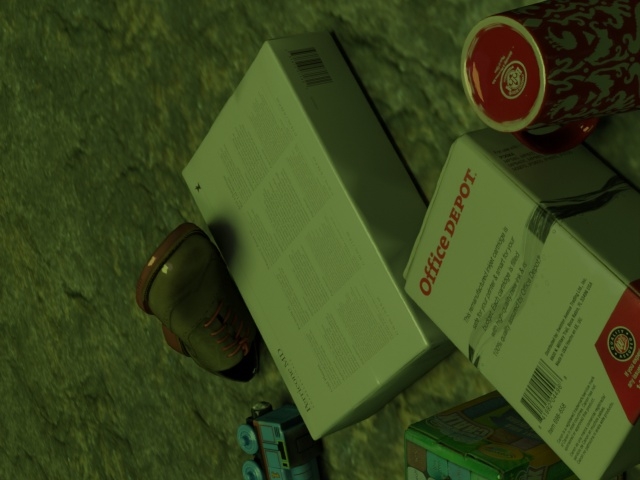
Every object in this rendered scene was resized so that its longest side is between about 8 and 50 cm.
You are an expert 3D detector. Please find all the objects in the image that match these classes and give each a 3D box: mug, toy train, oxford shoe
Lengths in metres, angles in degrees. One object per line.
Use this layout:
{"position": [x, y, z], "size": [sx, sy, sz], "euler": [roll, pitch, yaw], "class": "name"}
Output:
{"position": [0.204, -0.128, 0.978], "size": [0.113, 0.169, 0.150], "euler": [23, 121, 48], "class": "mug"}
{"position": [-0.046, 0.299, 1.586], "size": [0.105, 0.080, 0.184], "euler": [0, 103, 48], "class": "toy train"}
{"position": [-0.134, 0.084, 1.522], "size": [0.130, 0.123, 0.348], "euler": [36, 167, 17], "class": "oxford shoe"}

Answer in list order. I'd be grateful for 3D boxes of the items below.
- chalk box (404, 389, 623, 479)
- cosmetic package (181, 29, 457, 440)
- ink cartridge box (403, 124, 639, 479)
{"position": [0.166, 0.234, 1.142], "size": [0.132, 0.213, 0.132], "euler": [19, 118, 50], "class": "chalk box"}
{"position": [0.000, 0.000, 1.379], "size": [0.284, 0.097, 0.377], "euler": [-46, 66, 50], "class": "cosmetic package"}
{"position": [0.216, 0.047, 1.081], "size": [0.273, 0.114, 0.197], "euler": [47, 139, 31], "class": "ink cartridge box"}
